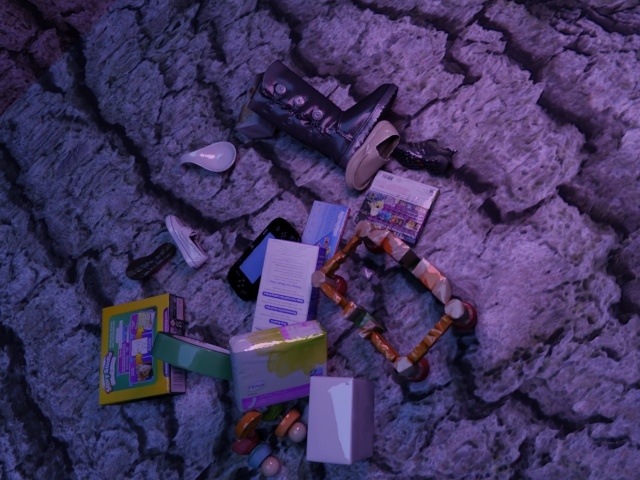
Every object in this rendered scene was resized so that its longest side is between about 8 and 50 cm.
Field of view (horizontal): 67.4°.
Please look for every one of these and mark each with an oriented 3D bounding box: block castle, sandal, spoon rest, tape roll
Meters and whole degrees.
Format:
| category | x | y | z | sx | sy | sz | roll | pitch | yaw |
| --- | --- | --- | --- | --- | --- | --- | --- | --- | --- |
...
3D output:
| category | x | y | z | sx | sy | sz | roll | pitch | yaw |
| --- | --- | --- | --- | --- | --- | --- | --- | --- | --- |
| block castle | 0.220 | 0.175 | 1.477 | 0.303 | 0.213 | 0.453 | -49 | 61 | 4 |
| sandal | -0.679 | 0.090 | 1.940 | 0.219 | 0.060 | 0.090 | -38 | 69 | -10 |
| spoon rest | -0.473 | -0.334 | 1.982 | 0.276 | 0.084 | 0.137 | -8 | 70 | 20 |
| tape roll | -0.389 | 0.380 | 1.578 | 0.321 | 0.321 | 0.077 | 11 | 77 | 24 |

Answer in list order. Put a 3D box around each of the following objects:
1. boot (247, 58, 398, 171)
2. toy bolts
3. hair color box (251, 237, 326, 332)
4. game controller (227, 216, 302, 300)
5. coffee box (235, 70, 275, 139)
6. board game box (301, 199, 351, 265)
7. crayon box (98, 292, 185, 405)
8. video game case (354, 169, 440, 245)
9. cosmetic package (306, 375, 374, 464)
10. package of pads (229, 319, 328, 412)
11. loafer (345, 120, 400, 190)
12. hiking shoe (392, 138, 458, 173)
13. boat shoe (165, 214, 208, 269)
| category | x | y | z | sx | sy | sz | roll | pitch | yaw |
| --- | --- | --- | --- | --- | --- | --- | --- | --- | --- |
| boot | 0.008 | -0.515 | 1.744 | 0.445 | 0.146 | 0.367 | 34 | 87 | 8 |
| toy bolts | -0.168 | 0.629 | 1.492 | 0.158 | 0.218 | 0.229 | 37 | 107 | 21 |
| hair color box | -0.105 | 0.174 | 1.613 | 0.185 | 0.110 | 0.339 | 10 | 86 | 16 |
| game controller | -0.208 | 0.067 | 1.745 | 0.319 | 0.067 | 0.166 | -48 | 64 | 5 |
| coffee box | -0.234 | -0.544 | 1.929 | 0.141 | 0.098 | 0.247 | 4 | 73 | 42 |
| board game box | 0.000 | 0.000 | 1.718 | 0.145 | 0.027 | 0.282 | 14 | 78 | 26 |
| crayon box | -0.667 | 0.409 | 1.798 | 0.313 | 0.106 | 0.363 | -14 | 68 | 18 |
| video game case | 0.261 | -0.115 | 1.646 | 0.232 | 0.042 | 0.210 | 22 | 81 | 26 |
| cosmetic package | 0.064 | 0.521 | 1.409 | 0.138 | 0.224 | 0.224 | -4 | 71 | 20 |
| package of pads | -0.123 | 0.377 | 1.465 | 0.296 | 0.229 | 0.101 | -9 | 22 | -19 |
| loafer | 0.180 | -0.286 | 1.659 | 0.092 | 0.101 | 0.269 | 40 | 104 | 48 |
| hiking shoe | 0.356 | -0.306 | 1.663 | 0.226 | 0.086 | 0.114 | 27 | 61 | 31 |
| boat shoe | -0.523 | -0.008 | 1.897 | 0.084 | 0.095 | 0.258 | -35 | 74 | 3 |
